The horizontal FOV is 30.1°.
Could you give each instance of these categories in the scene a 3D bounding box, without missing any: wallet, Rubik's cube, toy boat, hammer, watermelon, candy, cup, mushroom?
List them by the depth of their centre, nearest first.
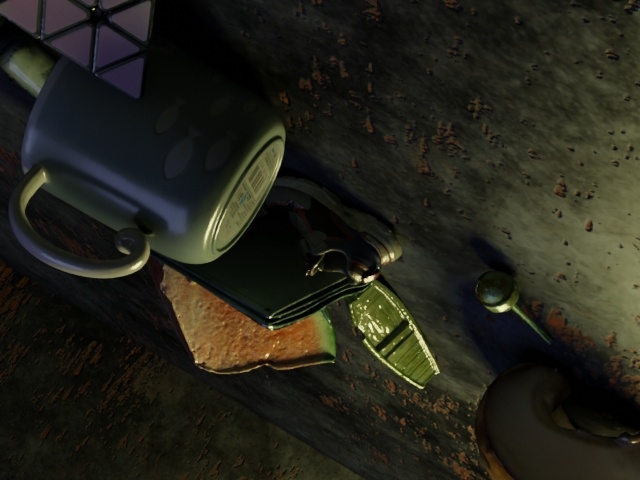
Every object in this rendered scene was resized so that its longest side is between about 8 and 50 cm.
[{"bbox_3d":[-0.277,-0.240,1.417,0.211,0.190,0.178,5,120,62],"label":"Rubik's cube"},{"bbox_3d":[-0.231,-0.089,1.548,0.275,0.356,0.259,29,147,9],"label":"cup"},{"bbox_3d":[0.279,0.101,1.668,0.061,0.061,0.202,16,163,43],"label":"candy"},{"bbox_3d":[-0.083,0.036,1.815,0.251,0.290,0.054,26,118,31],"label":"wallet"},{"bbox_3d":[0.363,0.374,1.932,0.314,0.224,0.397,30,163,5],"label":"mushroom"},{"bbox_3d":[-0.485,-0.281,1.966,0.116,0.069,0.194,41,169,-23],"label":"hammer"},{"bbox_3d":[0.115,0.153,2.001,0.055,0.093,0.293,42,173,46],"label":"toy boat"},{"bbox_3d":[-0.146,0.054,2.025,0.222,0.292,0.319,87,168,-51],"label":"watermelon"}]

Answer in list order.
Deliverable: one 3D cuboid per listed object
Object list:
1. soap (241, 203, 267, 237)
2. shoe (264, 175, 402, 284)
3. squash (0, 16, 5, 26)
[{"bbox_3d":[-0.168,-0.081,1.835,0.122,0.065,0.203,45,174,-23],"label":"soap"},{"bbox_3d":[0.000,0.000,1.745,0.228,0.125,0.099,27,164,14],"label":"shoe"},{"bbox_3d":[-0.515,-0.408,1.356,0.384,0.263,0.263,32,162,4],"label":"squash"}]
